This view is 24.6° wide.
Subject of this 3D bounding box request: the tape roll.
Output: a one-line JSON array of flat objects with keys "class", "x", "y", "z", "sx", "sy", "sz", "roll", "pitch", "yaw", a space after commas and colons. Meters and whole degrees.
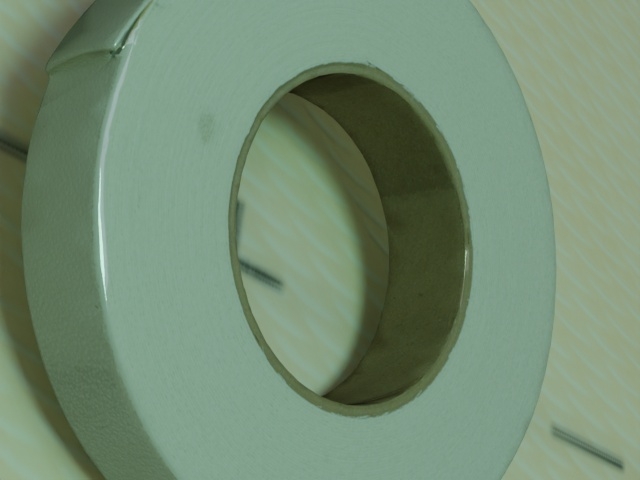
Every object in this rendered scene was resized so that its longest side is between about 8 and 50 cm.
[{"class": "tape roll", "x": 0.000, "y": 0.000, "z": 0.873, "sx": 0.392, "sy": 0.072, "sz": 0.392, "roll": 6, "pitch": 81, "yaw": -44}]
